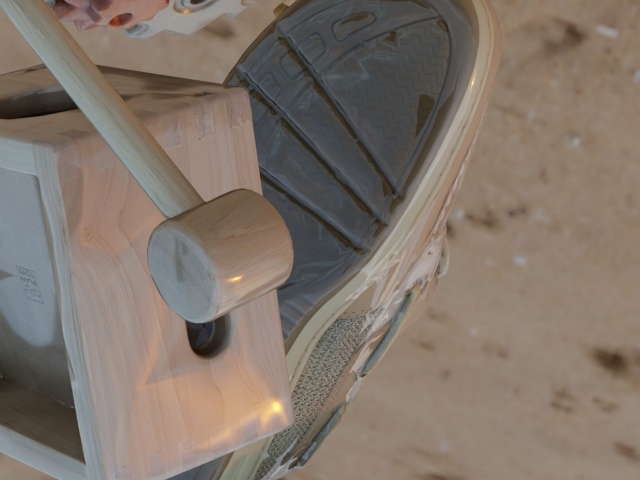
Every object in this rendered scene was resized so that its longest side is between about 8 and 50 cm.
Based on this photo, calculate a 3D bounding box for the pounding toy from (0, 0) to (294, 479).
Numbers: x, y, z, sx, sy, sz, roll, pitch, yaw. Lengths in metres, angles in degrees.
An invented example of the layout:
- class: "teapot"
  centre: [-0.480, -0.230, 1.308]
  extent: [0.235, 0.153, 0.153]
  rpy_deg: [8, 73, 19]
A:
- class: "pounding toy"
  centre: [-0.061, -0.012, 0.663]
  extent: [0.206, 0.094, 0.181]
  rpy_deg: [14, 116, 50]

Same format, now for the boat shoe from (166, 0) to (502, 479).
- class: "boat shoe"
  centre: [0.000, 0.000, 0.939]
  extent: [0.121, 0.110, 0.341]
  rpy_deg: [52, 129, 26]

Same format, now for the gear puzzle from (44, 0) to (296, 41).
- class: "gear puzzle"
  centre: [-0.060, -0.157, 1.137]
  extent: [0.175, 0.044, 0.339]
  rpy_deg: [-31, 161, 26]
